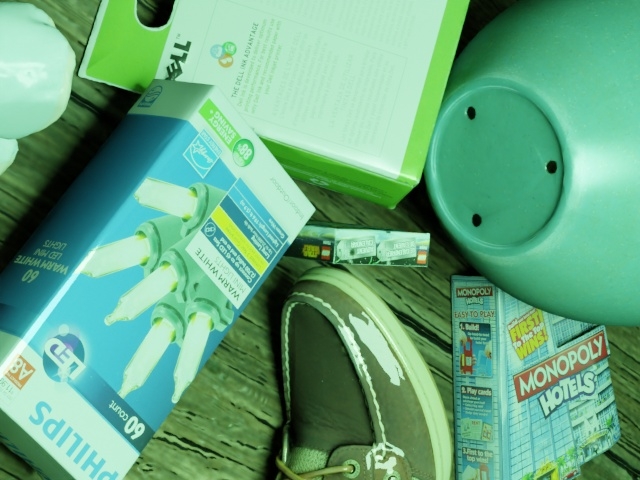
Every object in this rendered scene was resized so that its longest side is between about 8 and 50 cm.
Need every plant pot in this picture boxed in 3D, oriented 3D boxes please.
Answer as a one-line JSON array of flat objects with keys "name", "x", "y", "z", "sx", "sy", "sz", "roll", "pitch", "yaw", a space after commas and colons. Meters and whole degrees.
[{"name": "plant pot", "x": 0.192, "y": -0.066, "z": 1.393, "sx": 0.195, "sy": 0.290, "sz": 0.290, "roll": -10, "pitch": 97, "yaw": -48}]

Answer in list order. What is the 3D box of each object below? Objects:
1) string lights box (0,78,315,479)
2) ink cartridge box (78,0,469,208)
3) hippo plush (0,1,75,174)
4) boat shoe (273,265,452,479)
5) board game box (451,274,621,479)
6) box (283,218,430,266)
[{"name": "string lights box", "x": -0.129, "y": 0.031, "z": 1.227, "sx": 0.259, "sy": 0.077, "sz": 0.133, "roll": -55, "pitch": 128, "yaw": -21}, {"name": "ink cartridge box", "x": -0.032, "y": -0.155, "z": 1.351, "sx": 0.255, "sy": 0.097, "sz": 0.188, "roll": 17, "pitch": 77, "yaw": -6}, {"name": "hippo plush", "x": -0.311, "y": -0.150, "z": 1.057, "sx": 0.294, "sy": 0.234, "sz": 0.236, "roll": 14, "pitch": 50, "yaw": -56}, {"name": "boat shoe", "x": 0.021, "y": 0.192, "z": 1.378, "sx": 0.123, "sy": 0.123, "sz": 0.342, "roll": -28, "pitch": 115, "yaw": -39}, {"name": "board game box", "x": 0.183, "y": 0.108, "z": 1.556, "sx": 0.194, "sy": 0.060, "sz": 0.194, "roll": -22, "pitch": 105, "yaw": -39}, {"name": "box", "x": 0.000, "y": 0.000, "z": 1.340, "sx": 0.094, "sy": 0.137, "sz": 0.027, "roll": 2, "pitch": 94, "yaw": -41}]
